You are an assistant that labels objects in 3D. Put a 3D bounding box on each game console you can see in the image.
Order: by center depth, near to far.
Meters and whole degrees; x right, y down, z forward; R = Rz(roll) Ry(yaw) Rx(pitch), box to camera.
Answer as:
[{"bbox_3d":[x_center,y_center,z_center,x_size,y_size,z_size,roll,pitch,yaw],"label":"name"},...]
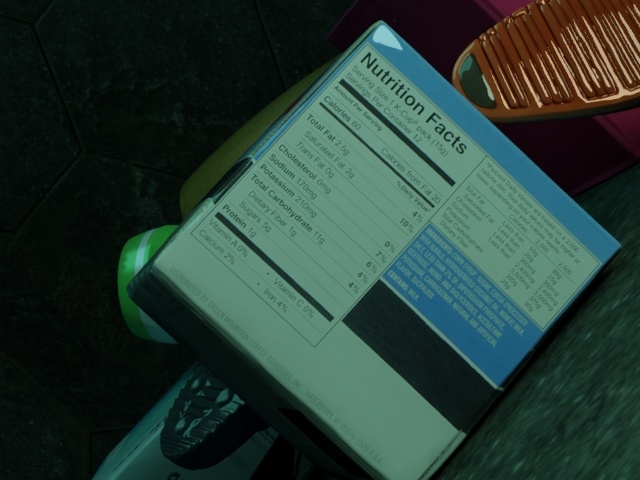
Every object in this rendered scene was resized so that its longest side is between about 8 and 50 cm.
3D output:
[{"bbox_3d":[-0.068,0.217,1.362,0.107,0.071,0.122,-20,16,28],"label":"game console"}]

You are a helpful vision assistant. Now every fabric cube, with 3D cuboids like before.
[{"bbox_3d":[0.205,-0.211,1.408,0.254,0.258,0.259,-47,3,-19],"label":"fabric cube"}]

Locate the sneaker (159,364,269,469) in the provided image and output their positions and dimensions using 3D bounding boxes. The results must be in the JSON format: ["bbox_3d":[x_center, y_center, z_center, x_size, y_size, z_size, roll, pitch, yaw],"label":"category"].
[{"bbox_3d":[0.002,0.107,1.429,0.319,0.131,0.112,-44,28,-13],"label":"sneaker"}]

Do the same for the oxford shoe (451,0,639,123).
[{"bbox_3d":[0.221,-0.125,1.125,0.271,0.097,0.098,-15,-23,-8],"label":"oxford shoe"}]

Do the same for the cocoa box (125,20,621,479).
[{"bbox_3d":[0.021,0.023,1.185,0.228,0.231,0.347,-48,4,-10],"label":"cocoa box"}]

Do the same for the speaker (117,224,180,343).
[{"bbox_3d":[-0.050,0.037,1.640,0.296,0.131,0.131,-5,19,17],"label":"speaker"}]

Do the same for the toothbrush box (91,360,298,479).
[{"bbox_3d":[-0.131,0.227,1.624,0.216,0.126,0.295,-46,3,6],"label":"toothbrush box"}]

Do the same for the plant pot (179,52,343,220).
[{"bbox_3d":[-0.018,-0.059,1.766,0.254,0.237,0.237,-23,11,18],"label":"plant pot"}]
